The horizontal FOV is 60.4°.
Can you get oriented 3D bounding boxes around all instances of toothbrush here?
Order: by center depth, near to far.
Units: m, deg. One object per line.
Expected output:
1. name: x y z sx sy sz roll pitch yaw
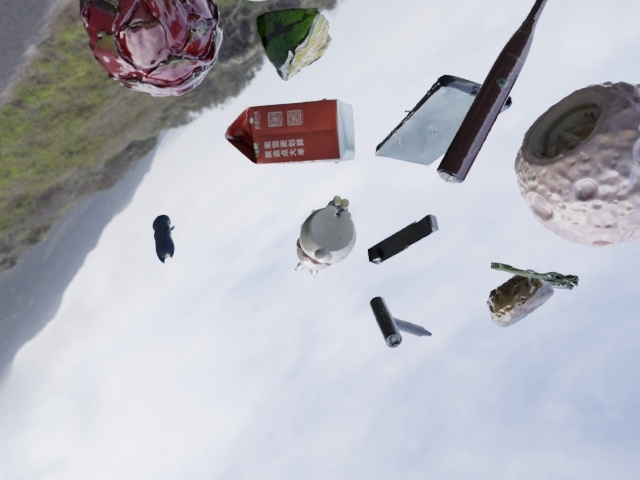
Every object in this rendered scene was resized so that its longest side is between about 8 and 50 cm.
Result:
1. toothbrush: 0.255 -0.233 0.755 0.363 0.041 0.041 -60 -157 -12

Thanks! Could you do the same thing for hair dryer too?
1. hair dryer: 0.230 0.239 1.448 0.050 0.195 0.173 -57 -159 21

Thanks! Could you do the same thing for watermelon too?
1. watermelon: -0.042 -0.368 1.003 0.129 0.123 0.301 -25 -170 6

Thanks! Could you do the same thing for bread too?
1. bread: 0.644 0.183 1.792 0.230 0.230 0.123 -37 -117 9

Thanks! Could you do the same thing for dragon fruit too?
1. dragon fruit: -0.379 -0.487 1.265 0.329 0.329 0.329 -35 -161 14

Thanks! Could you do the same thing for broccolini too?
1. broccolini: 0.588 0.087 1.513 0.057 0.255 0.071 -87 -165 -61

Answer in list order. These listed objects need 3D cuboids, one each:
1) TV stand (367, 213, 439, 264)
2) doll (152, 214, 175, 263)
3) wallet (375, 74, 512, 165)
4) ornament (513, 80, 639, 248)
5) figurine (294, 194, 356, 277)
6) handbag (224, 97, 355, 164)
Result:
1. TV stand: 0.246 -0.001 1.663 0.256 0.040 0.048 -33 -130 40
2. doll: -0.270 -0.004 0.949 0.037 0.027 0.125 -33 -138 6
3. wallet: 0.295 -0.290 1.393 0.379 0.191 0.046 142 -46 -65
4. ornament: 0.451 -0.113 0.865 0.259 0.225 0.259 -44 -157 24
5. figurine: 0.000 0.000 1.279 0.235 0.127 0.155 133 -37 -70
6. handbag: -0.072 -0.254 1.343 0.298 0.151 0.171 -3 -172 15
